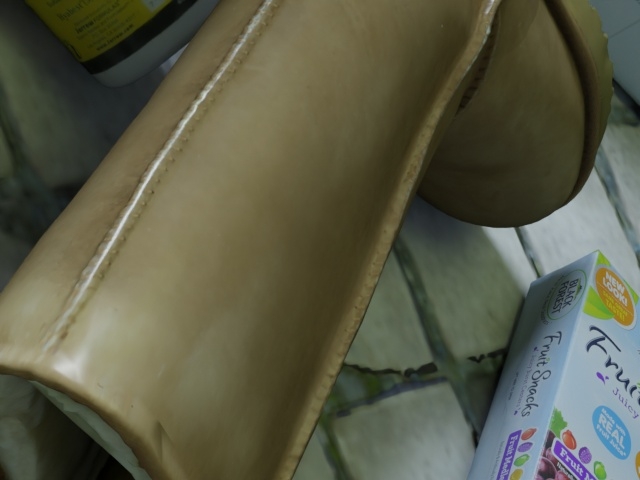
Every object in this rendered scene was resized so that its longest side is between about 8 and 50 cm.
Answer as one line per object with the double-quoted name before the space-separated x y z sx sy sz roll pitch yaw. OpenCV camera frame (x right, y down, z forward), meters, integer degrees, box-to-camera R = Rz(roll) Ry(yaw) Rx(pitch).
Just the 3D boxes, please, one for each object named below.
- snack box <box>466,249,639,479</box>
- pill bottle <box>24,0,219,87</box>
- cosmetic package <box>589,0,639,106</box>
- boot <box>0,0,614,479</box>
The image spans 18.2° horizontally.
"snack box" 0.104 0.084 0.713 0.100 0.037 0.141 49 36 -18
"pill bottle" -0.078 -0.108 0.595 0.116 0.065 0.065 49 36 -17
"cosmetic package" 0.201 -0.178 0.912 0.453 0.161 0.230 42 39 -26
"boot" 0.000 0.000 0.594 0.269 0.089 0.236 -65 150 -33
